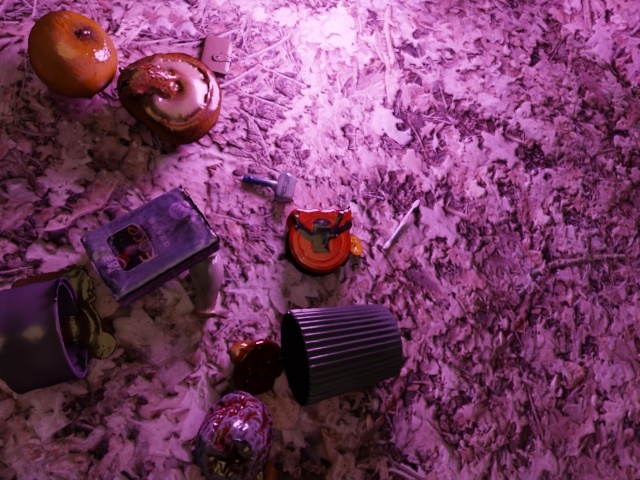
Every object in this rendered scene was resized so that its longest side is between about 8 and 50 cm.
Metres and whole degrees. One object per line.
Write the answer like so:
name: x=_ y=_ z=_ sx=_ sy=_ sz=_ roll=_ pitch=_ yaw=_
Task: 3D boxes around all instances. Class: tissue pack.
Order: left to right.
tissue pack: x=-0.532 y=0.014 z=1.428 sx=0.361 sy=0.122 sz=0.259 roll=-31 pitch=70 yaw=-18

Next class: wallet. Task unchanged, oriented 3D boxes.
wallet: x=-0.395 y=-0.702 z=1.701 sx=0.117 sy=0.039 sz=0.153 roll=9 pitch=74 yaw=-12

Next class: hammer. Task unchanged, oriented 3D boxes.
hammer: x=-0.189 y=-0.205 z=1.636 sx=0.193 sy=0.069 sz=0.116 roll=12 pitch=75 yaw=-4

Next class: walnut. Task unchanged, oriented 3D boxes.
walnut: x=-0.194 y=0.775 z=1.369 sx=0.137 sy=0.137 sz=0.245 roll=14 pitch=65 yaw=-12

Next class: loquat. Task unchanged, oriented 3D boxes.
loquat: x=-0.796 y=-0.596 z=1.450 sx=0.262 sy=0.263 sz=0.263 roll=4 pitch=76 yaw=-15

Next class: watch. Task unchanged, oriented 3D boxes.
watch: x=-0.758 y=0.231 z=1.226 sx=0.313 sy=0.327 sz=0.335 roll=-11 pitch=80 yaw=-18

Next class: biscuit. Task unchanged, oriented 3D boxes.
biscuit: x=-0.200 y=0.412 z=1.455 sx=0.192 sy=0.049 sz=0.192 roll=-9 pitch=105 yaw=-36

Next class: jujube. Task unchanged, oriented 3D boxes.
jujube: x=-0.247 y=0.571 z=1.306 sx=0.225 sy=0.317 sz=0.226 roll=0 pitch=87 yaw=-8

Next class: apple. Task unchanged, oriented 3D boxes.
apple: x=-0.258 y=0.370 z=1.471 sx=0.083 sy=0.071 sz=0.084 roll=4 pitch=77 yaw=-16

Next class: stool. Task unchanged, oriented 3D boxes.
stool: x=0.066 y=0.351 z=1.462 sx=0.329 sy=0.297 sz=0.297 roll=-6 pitch=79 yaw=-21

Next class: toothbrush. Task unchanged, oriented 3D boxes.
toothbrush: x=0.319 y=-0.062 z=1.761 sx=0.021 sy=0.027 sz=0.269 roll=27 pitch=67 yaw=29

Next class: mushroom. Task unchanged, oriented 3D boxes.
mushroom: x=-0.498 y=-0.486 z=1.503 sx=0.345 sy=0.259 sz=0.346 roll=3 pitch=77 yaw=-15
mushroom: x=-0.374 y=0.144 z=1.489 sx=0.116 sy=0.093 sz=0.225 roll=-8 pitch=89 yaw=2

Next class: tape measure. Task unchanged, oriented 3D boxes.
tape measure: x=-0.001 y=0.000 z=1.609 sx=0.253 sy=0.114 sz=0.261 roll=1 pitch=77 yaw=-15

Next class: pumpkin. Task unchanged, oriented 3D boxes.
pumpkin: x=0.128 y=0.021 z=1.686 sx=0.050 sy=0.028 sz=0.083 roll=-8 pitch=71 yaw=-16
